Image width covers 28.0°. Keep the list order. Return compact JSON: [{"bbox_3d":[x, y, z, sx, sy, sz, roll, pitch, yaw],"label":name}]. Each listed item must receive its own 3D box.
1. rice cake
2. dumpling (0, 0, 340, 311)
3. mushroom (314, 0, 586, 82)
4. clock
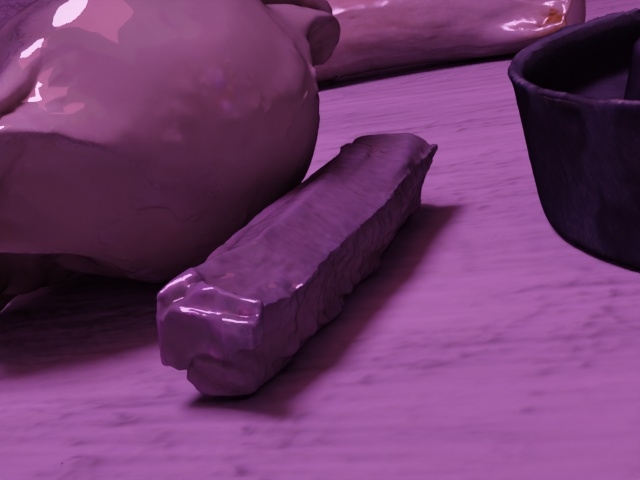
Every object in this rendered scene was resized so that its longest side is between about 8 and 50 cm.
[{"bbox_3d":[0.000,-0.001,0.569,0.055,0.049,0.270,16,22,12],"label":"rice cake"},{"bbox_3d":[-0.089,-0.044,0.629,0.258,0.147,0.193,-36,-14,-37],"label":"dumpling"},{"bbox_3d":[0.059,-0.190,1.148,0.351,0.095,0.123,-8,35,12],"label":"mushroom"},{"bbox_3d":[0.280,-0.072,0.589,0.386,0.076,0.386,-10,16,3],"label":"clock"}]
